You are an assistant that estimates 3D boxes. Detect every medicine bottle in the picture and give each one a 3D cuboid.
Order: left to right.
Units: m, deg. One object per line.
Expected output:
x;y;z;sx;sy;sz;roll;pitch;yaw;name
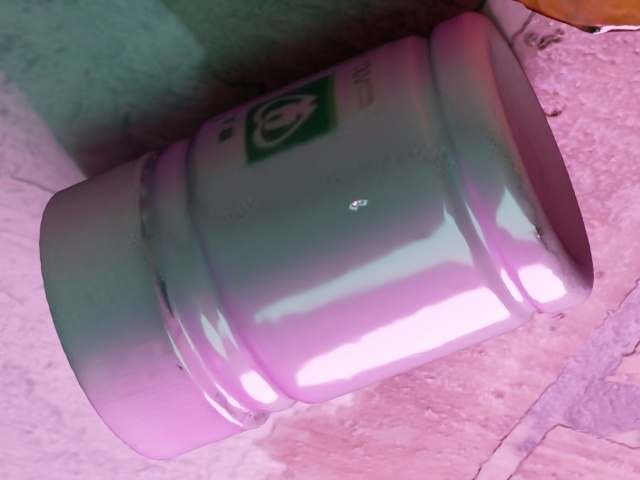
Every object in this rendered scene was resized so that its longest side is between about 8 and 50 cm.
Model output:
0.000;0.000;1.278;0.325;0.212;0.212;-23;130;16;medicine bottle

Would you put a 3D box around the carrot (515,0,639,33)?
0.170;-0.287;1.017;0.224;0.224;0.340;-8;132;3;carrot
